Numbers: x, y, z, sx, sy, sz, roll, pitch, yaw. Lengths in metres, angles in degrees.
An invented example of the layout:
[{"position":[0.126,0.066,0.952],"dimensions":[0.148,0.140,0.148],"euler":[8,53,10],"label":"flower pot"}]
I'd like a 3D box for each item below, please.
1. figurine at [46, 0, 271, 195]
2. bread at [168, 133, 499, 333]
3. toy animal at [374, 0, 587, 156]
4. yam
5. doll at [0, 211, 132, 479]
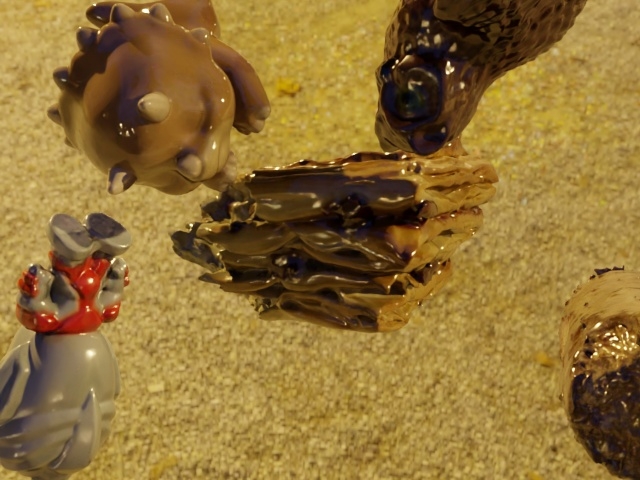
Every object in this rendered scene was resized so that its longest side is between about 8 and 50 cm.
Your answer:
[{"position":[-0.166,-0.149,0.837],"dimensions":[0.173,0.177,0.247],"euler":[3,61,-42],"label":"figurine"},{"position":[0.000,0.000,1.006],"dimensions":[0.370,0.191,0.314],"euler":[-6,7,28],"label":"bread"},{"position":[0.098,-0.123,0.470],"dimensions":[0.116,0.179,0.218],"euler":[15,2,-7],"label":"toy animal"},{"position":[0.252,0.100,0.701],"dimensions":[0.129,0.128,0.238],"euler":[7,9,13],"label":"yam"},{"position":[-0.148,0.070,0.517],"dimensions":[0.079,0.180,0.094],"euler":[25,17,34],"label":"doll"}]
